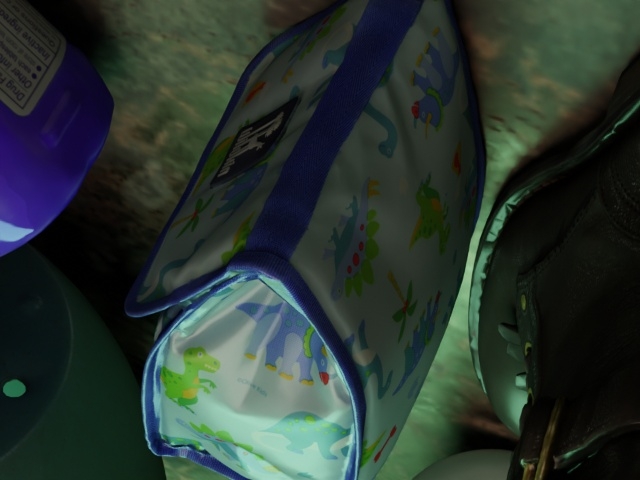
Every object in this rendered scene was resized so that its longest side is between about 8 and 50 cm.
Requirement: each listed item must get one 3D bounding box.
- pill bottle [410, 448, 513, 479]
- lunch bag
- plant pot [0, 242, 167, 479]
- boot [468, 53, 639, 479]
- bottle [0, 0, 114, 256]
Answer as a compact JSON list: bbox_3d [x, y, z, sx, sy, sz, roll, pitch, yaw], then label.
[{"bbox_3d":[0.072,0.180,0.788,0.103,0.103,0.184,19,148,10],"label":"pill bottle"},{"bbox_3d":[0.000,0.000,0.555,0.096,0.129,0.151,21,148,6],"label":"lunch bag"},{"bbox_3d":[-0.198,0.121,0.739,0.293,0.293,0.235,18,132,11],"label":"plant pot"},{"bbox_3d":[0.072,0.068,0.507,0.091,0.229,0.263,24,148,2],"label":"boot"},{"bbox_3d":[-0.202,-0.104,0.576,0.118,0.092,0.283,-16,130,45],"label":"bottle"}]
